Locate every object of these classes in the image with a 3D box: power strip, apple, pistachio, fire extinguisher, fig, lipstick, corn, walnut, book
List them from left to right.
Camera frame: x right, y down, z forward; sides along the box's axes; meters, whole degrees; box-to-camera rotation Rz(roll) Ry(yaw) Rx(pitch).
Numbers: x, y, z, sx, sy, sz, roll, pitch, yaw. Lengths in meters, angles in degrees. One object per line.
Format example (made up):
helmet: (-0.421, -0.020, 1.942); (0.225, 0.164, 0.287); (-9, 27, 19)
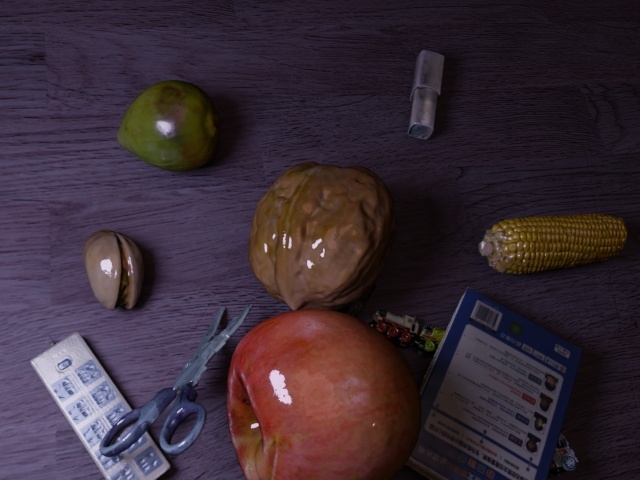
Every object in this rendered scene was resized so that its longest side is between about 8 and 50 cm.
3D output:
power strip: (-0.432, 0.334, 1.135); (0.106, 0.043, 0.367); (-35, 77, -24)
pistachio: (-0.434, 0.058, 1.226); (0.124, 0.124, 0.185); (-7, 74, -15)
fig: (-0.347, -0.266, 1.339); (0.230, 0.207, 0.207); (12, 64, -7)
walnut: (0.000, -0.002, 1.243); (0.306, 0.306, 0.344); (18, 62, -3)
apple: (0.008, 0.303, 1.068); (0.364, 0.364, 0.364); (4, 65, -10)
fire extinguisher: (0.070, 0.155, 1.320); (0.158, 0.043, 0.064); (-53, 127, -25)
lipstick: (0.286, -0.399, 1.597); (0.077, 0.079, 0.253); (15, 63, -4)
book: (0.366, 0.334, 1.227); (0.300, 0.039, 0.428); (30, 59, 7)
corn: (0.583, 0.005, 1.440); (0.387, 0.144, 0.144); (-4, 67, -12)

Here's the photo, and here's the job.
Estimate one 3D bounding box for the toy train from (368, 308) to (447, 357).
toy train: (0.226, 0.220, 1.319); (0.250, 0.053, 0.085); (18, 55, -2)

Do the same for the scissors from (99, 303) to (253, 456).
scissors: (-0.248, 0.251, 1.125); (0.029, 0.256, 0.383); (56, 37, -23)

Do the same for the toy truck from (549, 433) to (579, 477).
toy truck: (0.443, 0.452, 1.242); (0.178, 0.080, 0.115); (-6, 58, -12)
